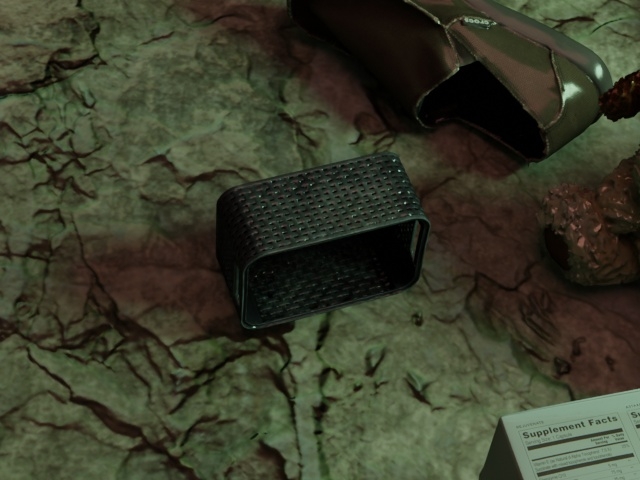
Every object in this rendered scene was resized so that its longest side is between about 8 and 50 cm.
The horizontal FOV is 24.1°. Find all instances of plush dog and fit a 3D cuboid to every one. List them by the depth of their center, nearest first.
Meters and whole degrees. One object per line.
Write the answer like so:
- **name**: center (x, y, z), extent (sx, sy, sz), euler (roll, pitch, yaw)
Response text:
- **plush dog**: center (0.355, -0.048, 1.379), extent (0.210, 0.225, 0.262), euler (-29, 48, -31)

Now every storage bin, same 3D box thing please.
- **storage bin**: center (0.000, 0.000, 1.392), extent (0.180, 0.122, 0.084), euler (-13, 56, -14)

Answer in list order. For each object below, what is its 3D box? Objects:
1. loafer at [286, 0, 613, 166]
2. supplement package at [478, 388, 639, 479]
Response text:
- **loafer**: center (0.115, -0.194, 1.535), extent (0.366, 0.134, 0.130), euler (24, 56, 13)
- **supplement package**: center (0.254, 0.276, 1.162), extent (0.198, 0.199, 0.262), euler (-9, 55, -11)
